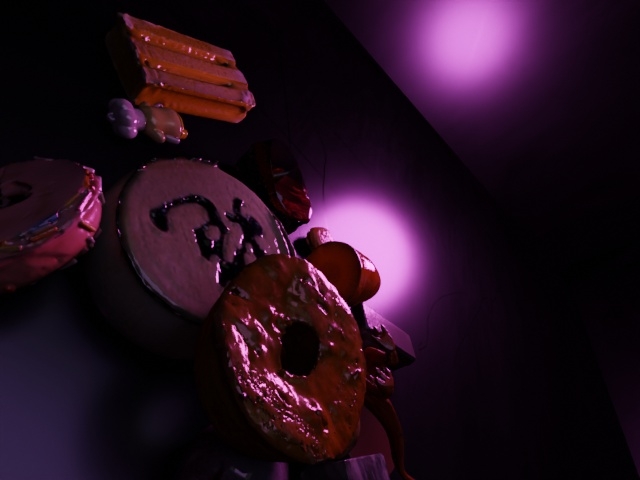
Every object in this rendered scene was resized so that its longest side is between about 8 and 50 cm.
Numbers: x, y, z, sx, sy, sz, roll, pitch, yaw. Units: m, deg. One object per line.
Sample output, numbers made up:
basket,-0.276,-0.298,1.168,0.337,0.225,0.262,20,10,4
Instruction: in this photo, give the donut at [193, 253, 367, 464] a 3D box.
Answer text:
donut,-0.054,0.160,0.568,0.277,0.108,0.277,36,37,-34

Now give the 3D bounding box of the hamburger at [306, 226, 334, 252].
hamburger,0.000,0.000,1.070,0.083,0.044,0.076,-17,74,-52

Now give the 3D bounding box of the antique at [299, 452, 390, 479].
antique,0.053,0.419,0.699,0.183,0.088,0.086,35,35,-53

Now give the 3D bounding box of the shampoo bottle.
shampoo bottle,0.144,0.238,0.981,0.246,0.080,0.079,38,30,-35

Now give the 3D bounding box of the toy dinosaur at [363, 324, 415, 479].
toy dinosaur,0.090,0.275,0.789,0.097,0.208,0.432,-23,72,-37

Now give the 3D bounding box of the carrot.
carrot,0.070,0.098,1.008,0.225,0.159,0.159,25,42,-57

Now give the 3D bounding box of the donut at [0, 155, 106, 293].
donut,-0.378,-0.020,0.531,0.233,0.199,0.085,-75,162,-47

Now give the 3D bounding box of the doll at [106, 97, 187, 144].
doll,-0.351,-0.241,0.839,0.162,0.062,0.106,-8,63,-53

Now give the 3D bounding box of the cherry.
cherry,-0.118,0.328,0.564,0.176,0.140,0.176,59,12,-21

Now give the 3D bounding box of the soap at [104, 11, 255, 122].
soap,-0.319,-0.394,0.987,0.315,0.091,0.199,-9,69,-54

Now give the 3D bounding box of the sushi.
sushi,-0.114,-0.119,0.972,0.136,0.126,0.225,2,65,-51

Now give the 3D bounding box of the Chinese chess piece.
Chinese chess piece,-0.208,0.025,0.708,0.349,0.146,0.349,30,41,-31

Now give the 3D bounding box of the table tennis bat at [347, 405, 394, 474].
table tennis bat,0.090,0.360,0.887,0.154,0.021,0.274,11,54,-41

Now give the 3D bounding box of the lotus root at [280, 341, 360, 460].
lotus root,-0.028,0.265,0.736,0.260,0.128,0.145,57,22,8
